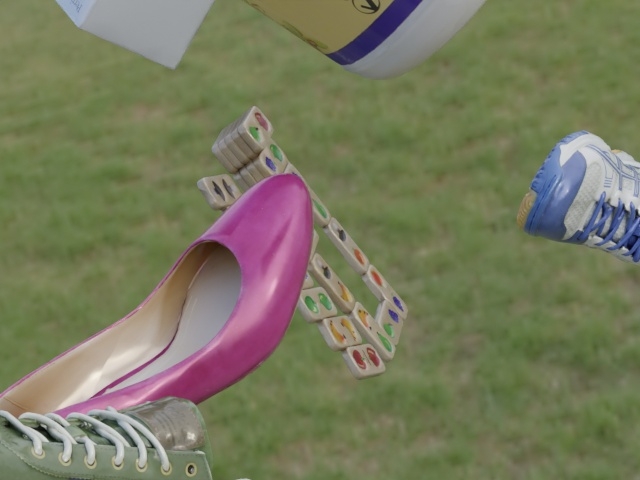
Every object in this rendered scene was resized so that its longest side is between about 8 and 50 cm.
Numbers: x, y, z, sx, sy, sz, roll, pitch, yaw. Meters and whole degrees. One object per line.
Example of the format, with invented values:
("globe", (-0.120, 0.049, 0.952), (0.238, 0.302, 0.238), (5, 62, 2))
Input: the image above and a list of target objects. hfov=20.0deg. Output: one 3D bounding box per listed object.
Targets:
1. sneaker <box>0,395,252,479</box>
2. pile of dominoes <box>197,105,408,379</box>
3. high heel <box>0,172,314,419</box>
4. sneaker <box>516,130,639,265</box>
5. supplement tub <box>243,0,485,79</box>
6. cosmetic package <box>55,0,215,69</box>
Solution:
("sneaker", (-0.082, 0.082, 0.644), (0.086, 0.192, 0.064), (-45, 47, -4))
("pile of dominoes", (0.000, 0.000, 1.582), (0.040, 0.251, 0.196), (-35, 13, 20))
("high heel", (-0.095, 0.044, 0.969), (0.082, 0.117, 0.244), (21, 72, 47))
("sneaker", (0.304, -0.033, 1.836), (0.131, 0.112, 0.296), (36, 20, 24))
("supplement tub", (-0.029, -0.280, 1.143), (0.241, 0.331, 0.241), (-53, 15, 20))
("cosmetic package", (-0.194, -0.342, 1.937), (0.138, 0.224, 0.224), (19, 18, -39))
